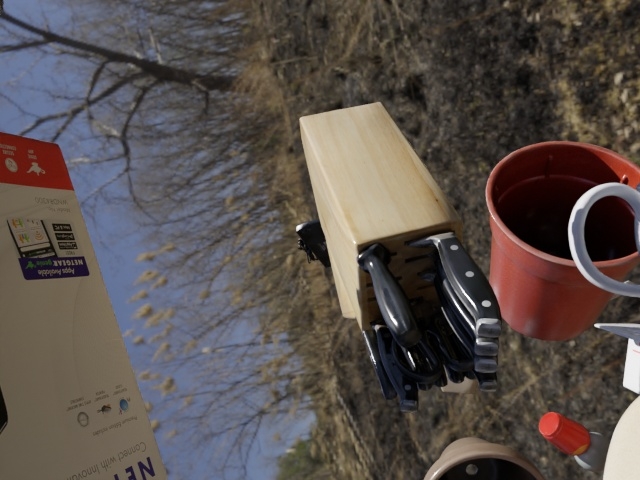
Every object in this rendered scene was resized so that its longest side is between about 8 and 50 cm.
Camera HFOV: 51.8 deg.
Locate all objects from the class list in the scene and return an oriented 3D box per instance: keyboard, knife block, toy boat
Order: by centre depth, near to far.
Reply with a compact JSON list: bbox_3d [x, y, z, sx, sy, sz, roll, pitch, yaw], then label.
[{"bbox_3d":[0.061,-0.008,0.541,0.242,0.088,0.275,130,128,-80],"label":"knife block"},{"bbox_3d":[0.492,0.332,1.008,0.267,0.148,0.318,-62,19,-15],"label":"toy boat"},{"bbox_3d":[0.000,0.000,1.406,0.192,0.100,0.038,54,-156,-55],"label":"keyboard"}]

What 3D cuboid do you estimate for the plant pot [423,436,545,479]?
[{"bbox_3d":[0.333,0.530,1.392,0.229,0.263,0.262,-41,-60,-85],"label":"plant pot"}]

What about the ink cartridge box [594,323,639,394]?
[{"bbox_3d":[0.368,0.123,0.608,0.115,0.198,0.067,-159,75,-84],"label":"ink cartridge box"}]

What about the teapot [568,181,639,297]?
[{"bbox_3d":[0.411,-0.051,0.656,0.256,0.252,0.187,-29,-98,-47],"label":"teapot"}]

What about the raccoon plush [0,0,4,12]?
[{"bbox_3d":[-0.445,-0.325,0.890,0.216,0.300,0.446,-60,-39,-58],"label":"raccoon plush"}]

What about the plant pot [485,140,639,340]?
[{"bbox_3d":[0.406,0.020,1.122,0.265,0.273,0.272,84,178,-49],"label":"plant pot"}]

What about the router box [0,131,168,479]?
[{"bbox_3d":[-0.254,0.069,0.392,0.301,0.082,0.335,69,-163,7],"label":"router box"}]

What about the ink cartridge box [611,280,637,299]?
[{"bbox_3d":[0.598,0.111,1.464,0.104,0.180,0.060,18,-133,-52],"label":"ink cartridge box"}]

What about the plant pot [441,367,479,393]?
[{"bbox_3d":[0.324,0.296,1.521,0.109,0.109,0.096,-14,-79,-64],"label":"plant pot"}]
